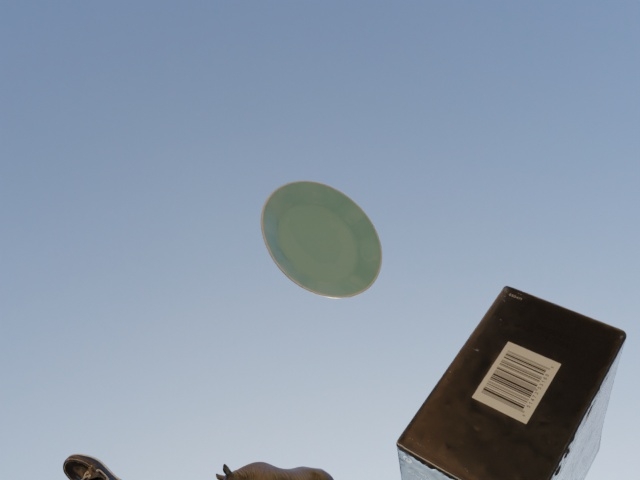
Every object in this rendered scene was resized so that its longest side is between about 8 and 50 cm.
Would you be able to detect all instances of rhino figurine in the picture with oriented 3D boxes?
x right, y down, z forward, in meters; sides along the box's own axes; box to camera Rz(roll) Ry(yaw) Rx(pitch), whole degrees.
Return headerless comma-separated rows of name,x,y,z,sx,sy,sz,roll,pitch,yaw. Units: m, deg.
rhino figurine,-0.081,0.406,1.148,0.243,0.073,0.106,11,-122,-17

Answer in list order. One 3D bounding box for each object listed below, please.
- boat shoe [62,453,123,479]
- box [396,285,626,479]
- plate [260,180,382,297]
boat shoe,-0.314,0.343,1.014,0.125,0.038,0.046,31,-86,13
box,0.255,0.280,0.981,0.296,0.182,0.294,-46,-38,-32
plate,0.000,0.000,1.004,0.188,0.024,0.188,15,-126,-22
